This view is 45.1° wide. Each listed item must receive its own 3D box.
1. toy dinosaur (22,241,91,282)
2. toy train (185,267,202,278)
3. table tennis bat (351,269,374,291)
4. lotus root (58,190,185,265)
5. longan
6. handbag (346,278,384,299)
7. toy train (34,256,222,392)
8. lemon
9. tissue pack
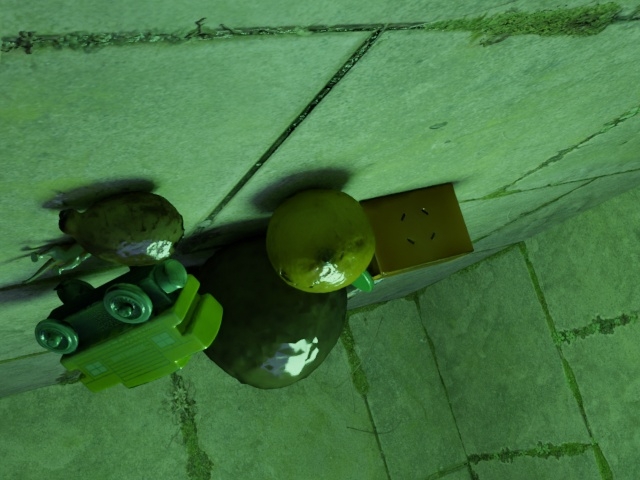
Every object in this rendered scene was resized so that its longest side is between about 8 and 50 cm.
[{"bbox_3d":[-0.484,0.020,1.498,0.212,0.057,0.142,-12,-166,39],"label":"toy dinosaur"},{"bbox_3d":[-0.373,0.136,2.096,0.137,0.090,0.225,-1,162,-33],"label":"toy train"},{"bbox_3d":[0.042,0.036,1.914,0.039,0.257,0.160,-49,-156,-17],"label":"table tennis bat"},{"bbox_3d":[-0.339,-0.018,1.323,0.214,0.138,0.138,0,163,-23],"label":"lotus root"},{"bbox_3d":[-0.124,0.171,1.884,0.391,0.391,0.391,-17,169,-3],"label":"longan"},{"bbox_3d":[0.091,0.063,2.218,0.251,0.190,0.193,-26,177,18],"label":"handbag"},{"bbox_3d":[-0.426,0.187,1.709,0.442,0.272,0.179,-24,-151,29],"label":"toy train"},{"bbox_3d":[0.004,0.001,1.658,0.228,0.228,0.253,-22,169,21],"label":"lemon"},{"bbox_3d":[0.223,-0.015,1.981,0.274,0.194,0.145,-12,168,-22],"label":"tissue pack"}]
